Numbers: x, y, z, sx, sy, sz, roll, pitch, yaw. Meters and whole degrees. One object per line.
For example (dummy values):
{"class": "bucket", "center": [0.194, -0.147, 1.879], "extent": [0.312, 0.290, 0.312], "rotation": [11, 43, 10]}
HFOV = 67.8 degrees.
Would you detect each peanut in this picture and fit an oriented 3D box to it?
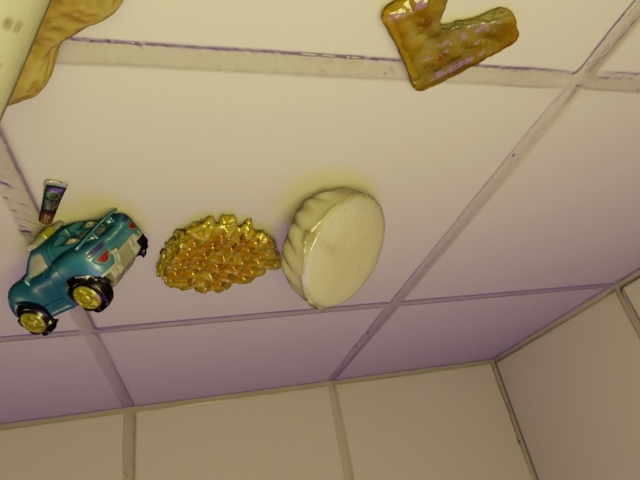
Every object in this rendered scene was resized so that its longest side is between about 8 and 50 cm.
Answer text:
{"class": "peanut", "center": [-0.344, -0.245, 0.516], "extent": [0.313, 0.149, 0.149], "rotation": [-31, 146, 18]}

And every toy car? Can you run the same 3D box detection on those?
{"class": "toy car", "center": [-0.499, 0.051, 0.941], "extent": [0.314, 0.198, 0.166], "rotation": [-22, 116, 24]}

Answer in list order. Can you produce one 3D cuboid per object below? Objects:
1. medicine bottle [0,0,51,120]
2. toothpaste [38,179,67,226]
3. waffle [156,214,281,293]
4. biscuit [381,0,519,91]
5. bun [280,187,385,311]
{"class": "medicine bottle", "center": [-0.293, -0.238, 0.328], "extent": [0.211, 0.211, 0.372], "rotation": [19, 109, -43]}
{"class": "toothpaste", "center": [-0.503, -0.066, 0.886], "extent": [0.037, 0.021, 0.140], "rotation": [9, 142, -35]}
{"class": "waffle", "center": [-0.251, 0.045, 1.134], "extent": [0.311, 0.060, 0.307], "rotation": [-22, 148, 14]}
{"class": "biscuit", "center": [0.188, -0.310, 0.694], "extent": [0.174, 0.039, 0.183], "rotation": [-24, 149, 23]}
{"class": "bun", "center": [0.000, 0.000, 1.032], "extent": [0.263, 0.175, 0.263], "rotation": [-28, 132, -37]}
